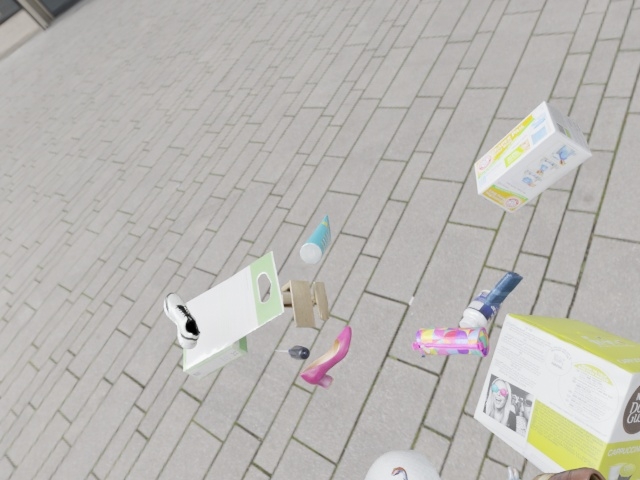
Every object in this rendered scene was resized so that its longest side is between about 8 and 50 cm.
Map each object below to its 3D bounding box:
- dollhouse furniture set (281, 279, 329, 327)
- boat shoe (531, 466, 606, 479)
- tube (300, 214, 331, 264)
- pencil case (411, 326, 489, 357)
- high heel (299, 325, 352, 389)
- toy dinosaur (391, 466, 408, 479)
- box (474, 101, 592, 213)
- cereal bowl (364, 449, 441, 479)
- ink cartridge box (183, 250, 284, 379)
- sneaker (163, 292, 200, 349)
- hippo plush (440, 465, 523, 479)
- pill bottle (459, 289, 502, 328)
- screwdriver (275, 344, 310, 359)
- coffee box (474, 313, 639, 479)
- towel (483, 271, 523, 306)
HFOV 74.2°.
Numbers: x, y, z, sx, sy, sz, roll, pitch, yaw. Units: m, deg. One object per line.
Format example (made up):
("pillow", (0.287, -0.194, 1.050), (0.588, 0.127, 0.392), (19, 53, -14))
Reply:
("dollhouse furniture set", (-0.047, 0.195, 1.151), (0.151, 0.144, 0.123), (-40, 52, 47))
("boat shoe", (0.371, 0.452, 0.491), (0.123, 0.123, 0.342), (7, 50, -19))
("tube", (0.000, 0.000, 1.068), (0.052, 0.080, 0.207), (1, 18, 13))
("pencil case", (0.432, 0.337, 1.402), (0.236, 0.104, 0.104), (-13, 49, 37))
("high heel", (0.023, 0.407, 1.533), (0.244, 0.117, 0.082), (-62, 13, -9))
("toy dinosaur", (0.155, 0.469, 0.782), (0.047, 0.090, 0.082), (-20, 37, 27))
("box", (0.444, -0.172, 0.910), (0.203, 0.103, 0.114), (-49, 21, 45))
("cereal bowl", (0.177, 0.699, 1.046), (0.141, 0.339, 0.339), (10, 51, -12))
("ink cartridge box", (-0.168, 0.146, 0.842), (0.235, 0.056, 0.171), (-30, 42, 10))
("sneaker", (-0.239, 0.134, 0.745), (0.109, 0.040, 0.043), (56, 129, 19))
("hippo plush", (0.486, 0.764, 1.128), (0.237, 0.294, 0.234), (-22, 80, 2))
("pill bottle", (0.603, 0.275, 1.601), (0.169, 0.094, 0.094), (-41, 45, -24))
("screwdriver", (-0.059, 0.195, 0.739), (0.170, 0.025, 0.024), (-25, 69, 60))
("coffee box", (0.696, 0.416, 1.133), (0.338, 0.338, 0.334), (28, 107, 60))
("towel", (0.516, 0.138, 1.203), (0.119, 0.067, 0.029), (-60, 41, 27))
